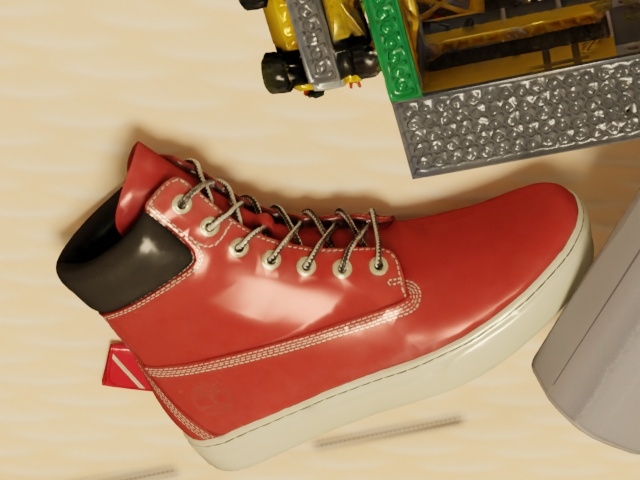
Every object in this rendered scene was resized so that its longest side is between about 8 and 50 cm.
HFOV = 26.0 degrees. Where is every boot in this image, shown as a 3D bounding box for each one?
[{"bbox_3d":[0.000,0.000,0.685,0.244,0.088,0.176,-27,120,12],"label":"boot"}]

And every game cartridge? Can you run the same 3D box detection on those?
[{"bbox_3d":[0.260,0.036,0.717,0.294,0.060,0.196,6,130,-31],"label":"game cartridge"}]

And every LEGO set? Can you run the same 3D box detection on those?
[{"bbox_3d":[0.132,-0.167,0.524,0.331,0.192,0.255,-16,124,16],"label":"LEGO set"}]

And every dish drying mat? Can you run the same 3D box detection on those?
[{"bbox_3d":[-0.078,0.074,0.770,0.083,0.008,0.032,9,123,-13],"label":"dish drying mat"}]
